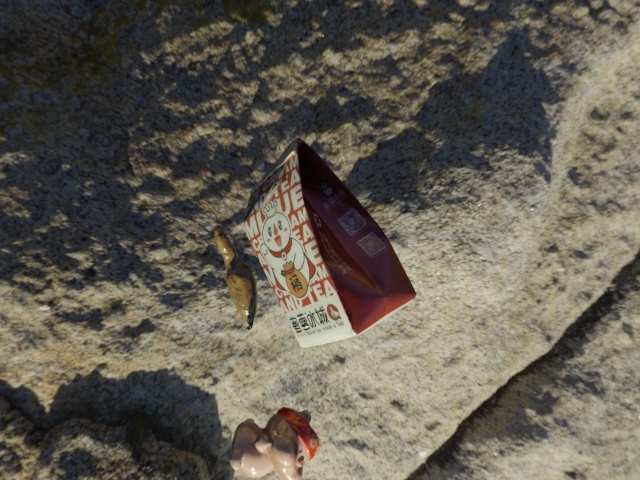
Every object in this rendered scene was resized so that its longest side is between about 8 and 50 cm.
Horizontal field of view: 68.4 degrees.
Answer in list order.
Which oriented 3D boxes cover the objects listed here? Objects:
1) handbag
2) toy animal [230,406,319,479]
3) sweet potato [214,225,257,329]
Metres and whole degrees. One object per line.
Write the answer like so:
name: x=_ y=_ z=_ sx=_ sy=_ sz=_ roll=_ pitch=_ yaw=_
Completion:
handbag: x=0.000 y=0.000 z=0.738 sx=0.151 sy=0.171 sz=0.298 roll=-21 pitch=85 yaw=-37
toy animal: x=-0.100 y=0.475 z=1.096 sx=0.197 sy=0.171 sz=0.172 roll=-13 pitch=88 yaw=1
sweet potato: x=-0.204 y=0.088 z=1.183 sx=0.074 sy=0.075 sz=0.270 roll=-19 pitch=93 yaw=-5
